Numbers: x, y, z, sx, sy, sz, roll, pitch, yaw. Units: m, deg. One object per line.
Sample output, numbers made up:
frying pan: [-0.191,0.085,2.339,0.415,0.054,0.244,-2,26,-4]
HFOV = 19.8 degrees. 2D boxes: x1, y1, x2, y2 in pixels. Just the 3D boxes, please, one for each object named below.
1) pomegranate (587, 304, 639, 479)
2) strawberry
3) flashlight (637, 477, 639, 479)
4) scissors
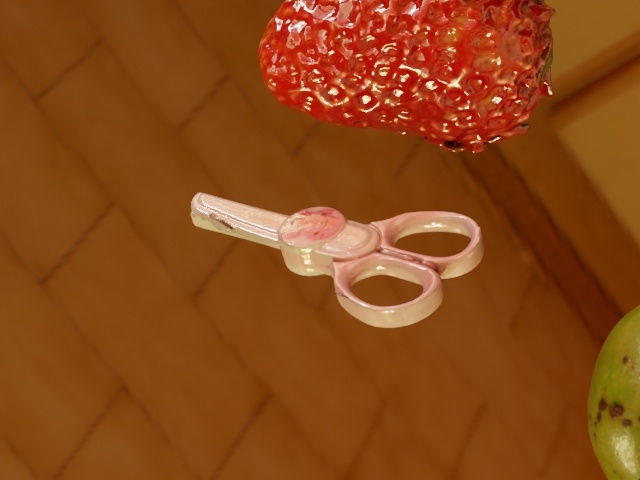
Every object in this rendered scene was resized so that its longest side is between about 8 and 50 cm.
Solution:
pomegranate: [0.270,0.115,1.173,0.156,0.220,0.156,-18,113,-50]
strawberry: [0.068,-0.170,1.562,0.205,0.244,0.205,166,-90,-89]
flashlight: [0.111,0.171,0.891,0.232,0.093,0.093,-13,72,-21]
scissors: [0.000,0.000,1.341,0.118,0.242,0.030,-43,133,-36]
